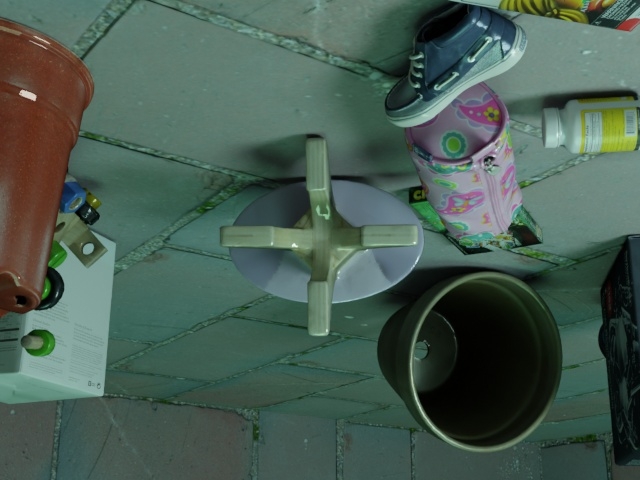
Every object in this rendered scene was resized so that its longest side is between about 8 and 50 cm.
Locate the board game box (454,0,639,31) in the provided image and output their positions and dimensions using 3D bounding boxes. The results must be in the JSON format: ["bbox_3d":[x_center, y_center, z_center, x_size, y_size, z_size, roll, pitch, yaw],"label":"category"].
[{"bbox_3d":[0.248,-0.277,0.766,0.193,0.053,0.305,5,160,-16],"label":"board game box"}]

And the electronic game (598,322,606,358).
[{"bbox_3d":[0.664,0.201,1.907,0.229,0.229,0.048,-2,123,5],"label":"electronic game"}]

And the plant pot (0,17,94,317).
[{"bbox_3d":[-0.394,-0.065,1.053,0.272,0.265,0.272,0,160,0],"label":"plant pot"}]

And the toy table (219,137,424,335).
[{"bbox_3d":[0.000,0.000,1.306,0.274,0.252,0.161,-12,175,6],"label":"toy table"}]

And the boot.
[{"bbox_3d":[0.116,-0.188,1.017,0.086,0.069,0.190,24,142,-34],"label":"boot"}]

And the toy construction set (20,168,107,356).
[{"bbox_3d":[-0.443,-0.009,1.337,0.308,0.258,0.237,19,175,8],"label":"toy construction set"}]

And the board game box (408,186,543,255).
[{"bbox_3d":[0.244,-0.035,1.488,0.136,0.030,0.259,-7,159,25],"label":"board game box"}]

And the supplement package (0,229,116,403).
[{"bbox_3d":[-0.471,0.108,1.541,0.198,0.263,0.199,-8,159,23],"label":"supplement package"}]

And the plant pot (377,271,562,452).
[{"bbox_3d":[0.250,0.222,1.857,0.323,0.323,0.280,8,175,-21],"label":"plant pot"}]

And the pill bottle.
[{"bbox_3d":[0.323,-0.136,1.146,0.116,0.065,0.065,-2,160,7],"label":"pill bottle"}]

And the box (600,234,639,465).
[{"bbox_3d":[0.604,0.197,1.669,0.178,0.343,0.312,-1,160,6],"label":"box"}]

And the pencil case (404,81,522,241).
[{"bbox_3d":[0.181,-0.091,1.188,0.124,0.124,0.284,-4,161,13],"label":"pencil case"}]
